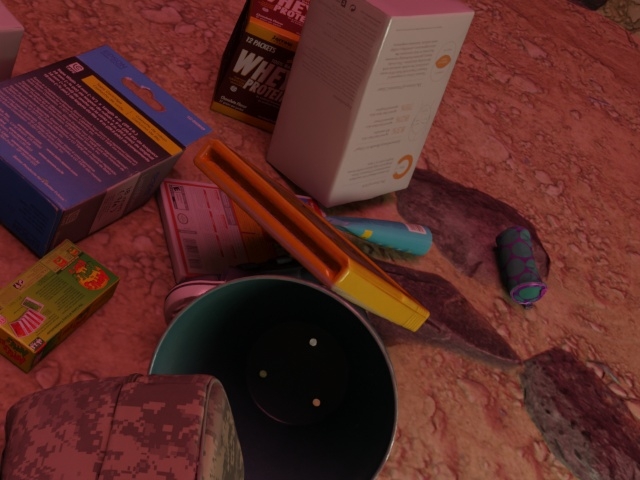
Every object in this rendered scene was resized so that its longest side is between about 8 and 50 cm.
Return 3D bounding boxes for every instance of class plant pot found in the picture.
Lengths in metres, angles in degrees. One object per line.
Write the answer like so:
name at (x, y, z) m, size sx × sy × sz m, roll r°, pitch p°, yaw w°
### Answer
plant pot at (-0.043, 0.178, 1.200) m, size 0.290 × 0.290 × 0.195 m, roll 36°, pitch 8°, yaw 6°

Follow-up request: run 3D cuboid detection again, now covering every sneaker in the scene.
sneaker at (-0.076, 0.087, 1.366) m, size 0.321 × 0.126 × 0.127 m, roll 17°, pitch 43°, yaw -34°

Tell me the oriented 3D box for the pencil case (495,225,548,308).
pencil case at (0.356, 0.044, 1.745) m, size 0.070 × 0.064 × 0.151 m, roll 4°, pitch 44°, yaw -8°

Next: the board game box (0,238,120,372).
board game box at (-0.348, 0.079, 1.255) m, size 0.092 × 0.043 × 0.181 m, roll 35°, pitch 39°, yaw 5°

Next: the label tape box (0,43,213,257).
label tape box at (-0.356, -0.142, 1.440) m, size 0.241 × 0.106 × 0.334 m, roll 40°, pitch 38°, yaw 11°

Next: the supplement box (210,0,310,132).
supplement box at (-0.093, -0.336, 1.756) m, size 0.129 × 0.194 × 0.191 m, roll 20°, pitch 39°, yaw -14°

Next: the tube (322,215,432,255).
tube at (0.093, -0.015, 1.619) m, size 0.207 × 0.052 × 0.080 m, roll 11°, pitch -2°, yaw -36°

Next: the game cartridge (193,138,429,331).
game cartridge at (0.000, 0.000, 1.366) m, size 0.285 × 0.052 × 0.324 m, roll 42°, pitch 6°, yaw 28°

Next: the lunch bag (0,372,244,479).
lunch bag at (-0.222, 0.287, 0.978) m, size 0.256 × 0.212 × 0.305 m, roll -1°, pitch 42°, yaw 5°

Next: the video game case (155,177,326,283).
video game case at (-0.104, -0.004, 1.524) m, size 0.285 × 0.025 × 0.204 m, roll 6°, pitch 44°, yaw -28°

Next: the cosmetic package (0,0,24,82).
cosmetic package at (-0.643, -0.287, 1.373) m, size 0.385 × 0.156 × 0.217 m, roll -17°, pitch 59°, yaw -45°

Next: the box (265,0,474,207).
box at (0.077, -0.254, 1.639) m, size 0.215 × 0.345 × 0.168 m, roll -16°, pitch 45°, yaw -43°
